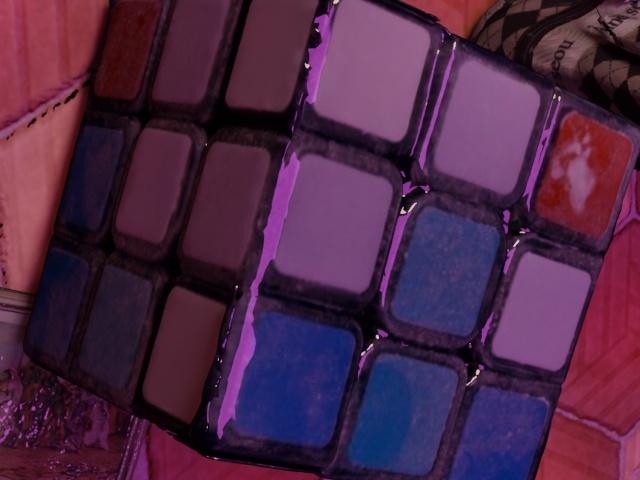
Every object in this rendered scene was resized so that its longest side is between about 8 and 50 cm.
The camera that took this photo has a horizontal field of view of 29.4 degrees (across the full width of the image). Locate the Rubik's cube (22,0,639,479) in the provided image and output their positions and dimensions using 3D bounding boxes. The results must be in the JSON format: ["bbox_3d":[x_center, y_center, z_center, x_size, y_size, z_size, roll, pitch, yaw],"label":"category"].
[{"bbox_3d":[0.000,0.000,1.036,0.358,0.363,0.362,13,90,-34],"label":"Rubik's cube"}]

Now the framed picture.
[{"bbox_3d":[-0.276,0.151,1.110,0.274,0.017,0.217,12,95,-32],"label":"framed picture"}]

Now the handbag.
[{"bbox_3d":[0.396,-0.206,1.188,0.317,0.416,0.180,-46,130,-13],"label":"handbag"}]
